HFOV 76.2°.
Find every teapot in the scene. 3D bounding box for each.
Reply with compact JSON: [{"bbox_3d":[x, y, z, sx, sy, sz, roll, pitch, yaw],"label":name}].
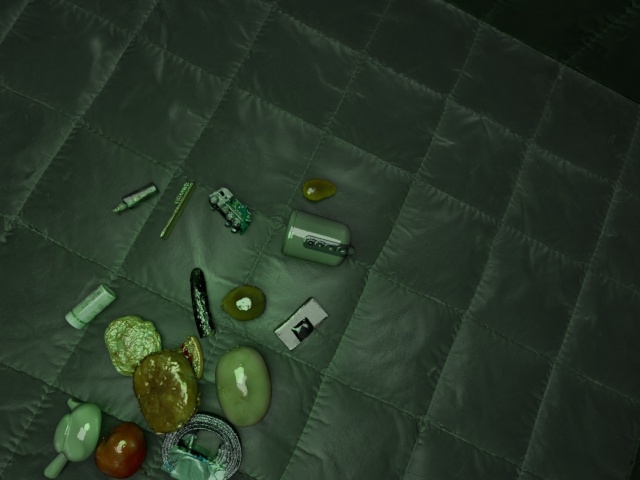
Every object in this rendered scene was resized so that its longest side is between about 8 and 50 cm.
[{"bbox_3d":[-0.944,0.780,1.556,0.148,0.219,0.319,16,83,-31],"label":"teapot"}]

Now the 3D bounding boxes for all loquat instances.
[{"bbox_3d":[-0.327,0.268,1.741,0.194,0.152,0.152,-2,81,-16],"label":"loquat"}]

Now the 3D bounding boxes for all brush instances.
[{"bbox_3d":[-0.642,-0.138,1.812,0.048,0.054,0.283,23,79,6],"label":"brush"}]

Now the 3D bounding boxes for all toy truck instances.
[{"bbox_3d":[-0.395,-0.135,1.820,0.216,0.110,0.116,46,66,3],"label":"toy truck"}]

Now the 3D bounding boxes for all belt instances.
[{"bbox_3d":[-0.471,0.838,1.645,0.324,0.122,0.261,25,71,-4],"label":"belt"}]

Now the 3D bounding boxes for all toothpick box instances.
[{"bbox_3d":[0.000,0.000,1.780,0.315,0.229,0.229,15,79,-5],"label":"toothpick box"}]

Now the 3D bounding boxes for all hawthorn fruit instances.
[{"bbox_3d":[-0.752,0.829,1.584,0.196,0.196,0.226,-36,102,-11],"label":"hawthorn fruit"}]

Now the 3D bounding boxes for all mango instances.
[{"bbox_3d":[-0.006,-0.237,1.895,0.160,0.076,0.104,-6,77,-11],"label":"mango"}]

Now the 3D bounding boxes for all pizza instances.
[{"bbox_3d":[-0.595,0.507,1.711,0.198,0.062,0.189,-14,81,-7],"label":"pizza"}]

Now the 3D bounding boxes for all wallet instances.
[{"bbox_3d":[-0.085,0.368,1.805,0.230,0.042,0.124,-41,85,-13],"label":"wallet"}]

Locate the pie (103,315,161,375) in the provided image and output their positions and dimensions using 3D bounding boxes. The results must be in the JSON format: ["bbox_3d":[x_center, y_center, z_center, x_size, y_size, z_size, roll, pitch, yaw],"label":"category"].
[{"bbox_3d":[-0.766,0.429,1.689,0.200,0.090,0.248,-20,84,-20],"label":"pie"}]

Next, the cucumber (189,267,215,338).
[{"bbox_3d":[-0.516,0.265,1.752,0.072,0.081,0.304,-17,83,20],"label":"cucumber"}]

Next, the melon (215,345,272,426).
[{"bbox_3d":[-0.312,0.584,1.653,0.222,0.223,0.318,-12,82,-9],"label":"melon"}]

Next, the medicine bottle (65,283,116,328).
[{"bbox_3d":[-0.950,0.273,1.692,0.183,0.086,0.086,-43,88,-11],"label":"medicine bottle"}]

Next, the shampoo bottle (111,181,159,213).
[{"bbox_3d":[-0.817,-0.182,1.796,0.207,0.063,0.057,-33,96,-13],"label":"shampoo bottle"}]

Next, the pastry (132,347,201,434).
[{"bbox_3d":[-0.596,0.584,1.601,0.254,0.162,0.311,-25,77,9],"label":"pastry"}]
